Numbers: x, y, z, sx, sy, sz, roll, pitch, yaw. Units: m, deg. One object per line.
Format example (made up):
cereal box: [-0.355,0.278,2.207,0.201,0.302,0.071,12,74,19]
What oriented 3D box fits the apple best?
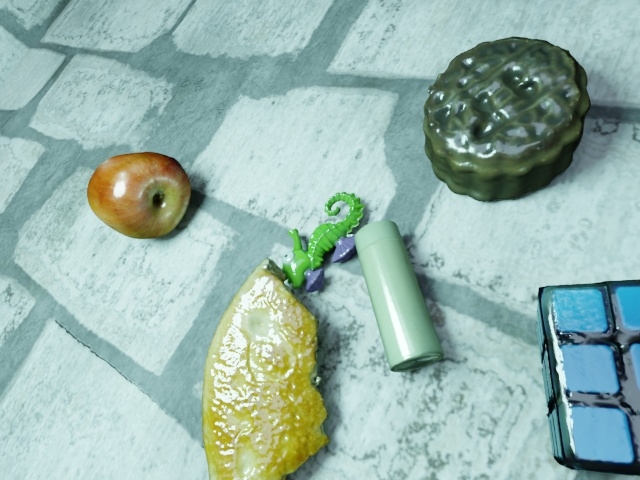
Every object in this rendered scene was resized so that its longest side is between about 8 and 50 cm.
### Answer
apple: [-0.357,-0.091,0.826,0.199,0.199,0.199,-11,62,20]

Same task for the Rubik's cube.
Rubik's cube: [0.304,0.136,0.402,0.162,0.163,0.161,-6,63,24]

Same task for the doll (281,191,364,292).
doll: [0.000,0.000,0.682,0.190,0.050,0.115,-45,63,-3]

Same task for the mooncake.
mooncake: [0.256,-0.176,0.605,0.228,0.124,0.229,-10,63,20]

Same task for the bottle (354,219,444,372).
bottle: [0.103,0.073,0.583,0.072,0.072,0.202,-22,58,14]

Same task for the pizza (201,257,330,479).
pizza: [-0.077,0.201,0.590,0.182,0.074,0.366,-3,71,7]
